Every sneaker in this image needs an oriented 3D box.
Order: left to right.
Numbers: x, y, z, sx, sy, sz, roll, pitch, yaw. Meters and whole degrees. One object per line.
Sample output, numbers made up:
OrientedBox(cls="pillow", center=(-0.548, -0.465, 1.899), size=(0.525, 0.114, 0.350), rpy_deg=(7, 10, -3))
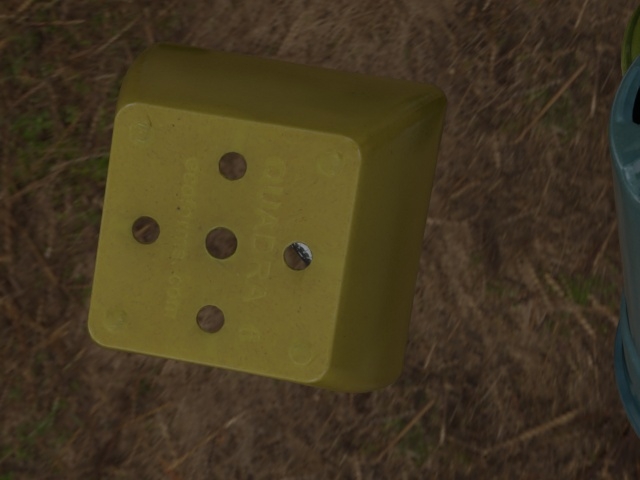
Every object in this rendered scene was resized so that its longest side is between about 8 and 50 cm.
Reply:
OrientedBox(cls="sneaker", center=(0.000, 0.000, 1.851), size=(0.073, 0.162, 0.063), rpy_deg=(-38, 95, -3))

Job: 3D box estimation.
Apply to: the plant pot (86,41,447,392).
OrientedBox(cls="plant pot", center=(-0.045, -0.009, 0.858), size=(0.212, 0.187, 0.212), rpy_deg=(10, 97, 7))

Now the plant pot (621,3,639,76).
OrientedBox(cls="plant pot", center=(0.606, -0.262, 1.606), size=(0.366, 0.366, 0.353), rpy_deg=(39, 148, 2))

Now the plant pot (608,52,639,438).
OrientedBox(cls="plant pot", center=(0.380, 0.000, 1.091), size=(0.341, 0.341, 0.334), rpy_deg=(-9, 141, 17))
